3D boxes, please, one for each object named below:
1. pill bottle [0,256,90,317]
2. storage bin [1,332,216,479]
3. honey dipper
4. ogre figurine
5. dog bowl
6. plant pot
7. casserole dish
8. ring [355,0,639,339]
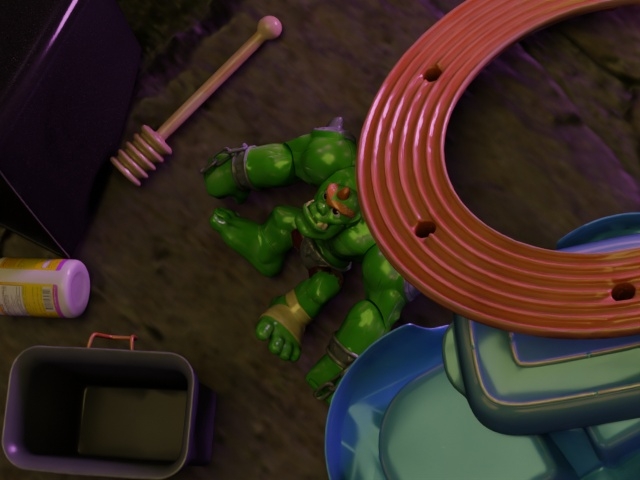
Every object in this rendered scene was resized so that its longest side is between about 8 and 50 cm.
[{"bbox_3d":[-0.215,0.034,1.175,0.083,0.043,0.043,2,79,17],"label":"pill bottle"},{"bbox_3d":[-0.137,0.116,1.110,0.135,0.091,0.098,1,79,16],"label":"storage bin"},{"bbox_3d":[-0.088,-0.105,1.179,0.161,0.030,0.030,-44,70,-1],"label":"honey dipper"},{"bbox_3d":[0.000,0.000,1.098,0.118,0.097,0.197,-38,47,22],"label":"ogre figurine"},{"bbox_3d":[0.149,0.103,1.040,0.297,0.074,0.166,-30,72,9],"label":"dog bowl"},{"bbox_3d":[-0.237,-0.125,1.153,0.188,0.187,0.167,25,73,19],"label":"plant pot"},{"bbox_3d":[0.164,0.055,0.987,0.188,0.037,0.114,-12,76,13],"label":"casserole dish"},{"bbox_3d":[0.187,-0.069,1.017,0.337,0.032,0.336,-11,48,12],"label":"ring"}]
